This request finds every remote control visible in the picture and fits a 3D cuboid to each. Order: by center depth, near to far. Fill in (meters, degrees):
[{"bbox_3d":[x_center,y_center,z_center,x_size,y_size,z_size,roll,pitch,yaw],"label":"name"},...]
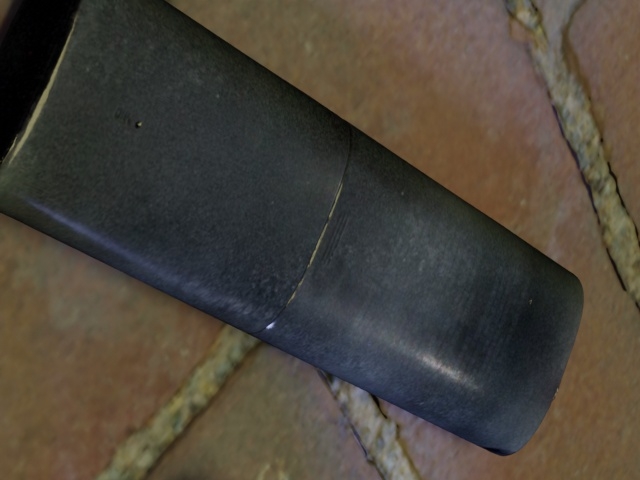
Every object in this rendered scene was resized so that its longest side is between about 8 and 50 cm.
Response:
[{"bbox_3d":[0.000,0.000,0.786,0.377,0.044,0.107,29,76,-45],"label":"remote control"}]
